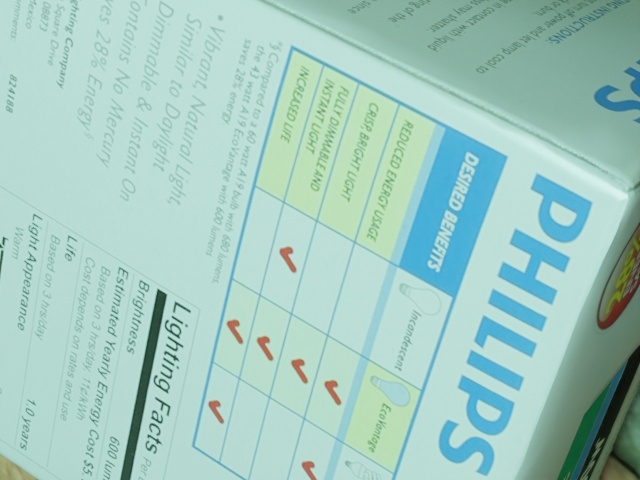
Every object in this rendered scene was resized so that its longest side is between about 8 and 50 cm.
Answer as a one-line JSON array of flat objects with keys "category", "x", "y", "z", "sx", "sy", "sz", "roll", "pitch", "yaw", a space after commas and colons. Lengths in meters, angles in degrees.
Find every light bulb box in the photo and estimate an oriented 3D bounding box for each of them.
[{"category": "light bulb box", "x": 0.000, "y": 0.000, "z": 0.884, "sx": 0.361, "sy": 0.225, "sz": 0.358, "roll": 29, "pitch": 125, "yaw": 20}]
